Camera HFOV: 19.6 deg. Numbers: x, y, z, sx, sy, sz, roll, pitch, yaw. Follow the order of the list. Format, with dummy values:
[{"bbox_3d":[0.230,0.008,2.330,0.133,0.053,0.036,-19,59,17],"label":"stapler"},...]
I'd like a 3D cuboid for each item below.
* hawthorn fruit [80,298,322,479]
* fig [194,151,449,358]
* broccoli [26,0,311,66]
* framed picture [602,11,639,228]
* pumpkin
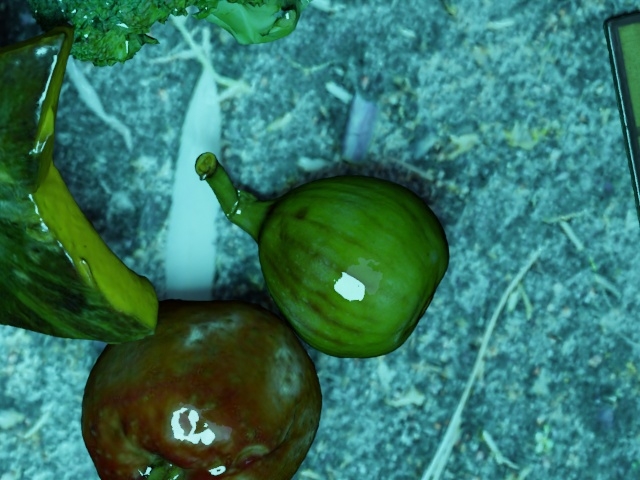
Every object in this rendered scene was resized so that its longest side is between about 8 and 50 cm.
[{"bbox_3d":[-0.096,0.138,1.399,0.179,0.200,0.179,5,113,12],"label":"hawthorn fruit"},{"bbox_3d":[0.002,0.016,1.452,0.186,0.148,0.142,14,99,21],"label":"fig"},{"bbox_3d":[-0.093,-0.249,1.346,0.308,0.308,0.275,-43,128,-5],"label":"broccoli"},{"bbox_3d":[0.388,-0.049,1.587,0.255,0.014,0.339,-13,99,-11],"label":"framed picture"},{"bbox_3d":[-0.269,-0.052,1.348,0.095,0.290,0.258,-41,130,-46],"label":"pumpkin"}]
